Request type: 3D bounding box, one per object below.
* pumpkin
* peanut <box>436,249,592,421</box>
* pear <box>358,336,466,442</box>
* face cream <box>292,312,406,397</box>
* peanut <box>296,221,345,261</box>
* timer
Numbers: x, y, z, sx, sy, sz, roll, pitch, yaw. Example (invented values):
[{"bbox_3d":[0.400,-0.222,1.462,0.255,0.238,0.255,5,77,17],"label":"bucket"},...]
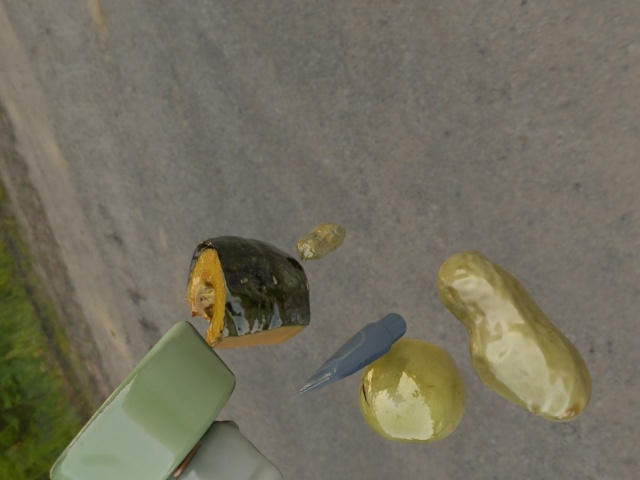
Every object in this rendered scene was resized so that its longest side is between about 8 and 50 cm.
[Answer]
[{"bbox_3d":[-0.178,0.120,1.708,0.303,0.225,0.256,58,134,42],"label":"pumpkin"},{"bbox_3d":[0.295,0.152,1.163,0.319,0.148,0.147,54,145,23],"label":"peanut"},{"bbox_3d":[0.255,0.414,2.029,0.309,0.309,0.309,30,135,35],"label":"pear"},{"bbox_3d":[0.088,0.277,1.791,0.135,0.385,0.086,-36,84,40],"label":"face cream"},{"bbox_3d":[0.000,0.000,1.783,0.080,0.174,0.080,15,119,29],"label":"peanut"},{"bbox_3d":[-0.183,0.325,1.079,0.315,0.291,0.291,41,144,-2],"label":"timer"}]
